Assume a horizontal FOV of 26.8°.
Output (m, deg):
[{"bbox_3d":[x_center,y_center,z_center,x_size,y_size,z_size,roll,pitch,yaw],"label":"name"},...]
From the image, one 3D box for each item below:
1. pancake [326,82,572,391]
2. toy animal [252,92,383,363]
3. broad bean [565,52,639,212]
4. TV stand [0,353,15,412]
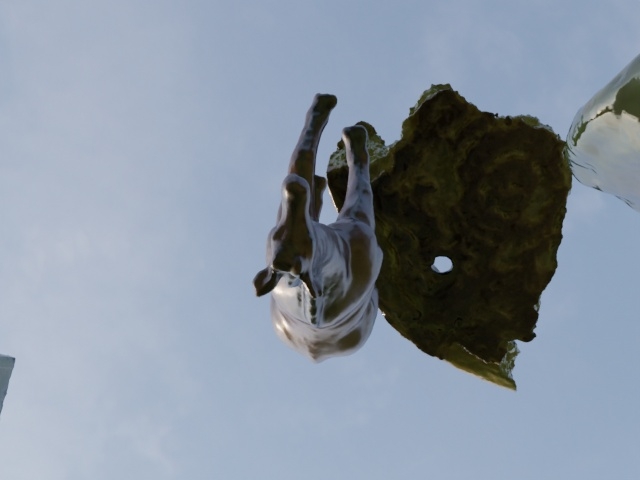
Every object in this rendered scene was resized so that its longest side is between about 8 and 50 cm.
[{"bbox_3d":[0.102,-0.006,1.163,0.212,0.056,0.257,10,-84,-4],"label":"pancake"},{"bbox_3d":[0.000,0.000,0.723,0.066,0.230,0.224,6,-46,5],"label":"toy animal"},{"bbox_3d":[0.184,-0.039,0.578,0.153,0.207,0.072,21,-111,-9],"label":"broad bean"},{"bbox_3d":[-0.242,0.041,0.429,0.269,0.088,0.083,12,-96,16],"label":"TV stand"}]
